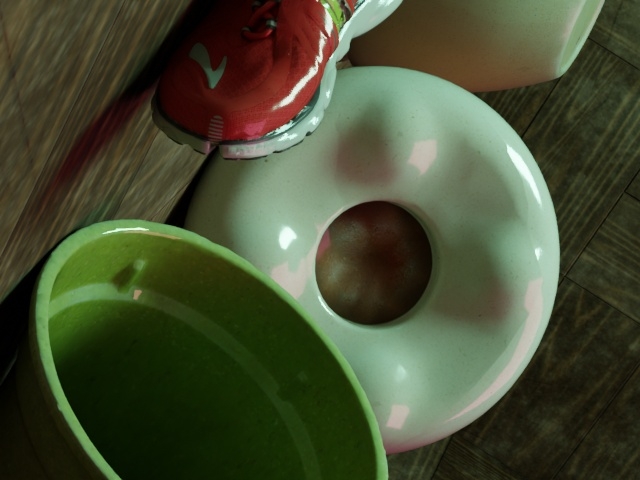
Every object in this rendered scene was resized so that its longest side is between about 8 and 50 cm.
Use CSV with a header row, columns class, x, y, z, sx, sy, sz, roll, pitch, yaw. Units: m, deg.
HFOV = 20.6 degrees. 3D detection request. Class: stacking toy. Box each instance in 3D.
class,x,y,z,sx,sy,sz,roll,pitch,yaw
stacking toy,0.000,0.000,1.755,0.351,0.350,0.480,-57,-165,-3

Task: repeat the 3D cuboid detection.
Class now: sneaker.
class,x,y,z,sx,sy,sz,roll,pitch,yaw
sneaker,-0.024,-0.159,1.102,0.118,0.107,0.279,93,20,-44

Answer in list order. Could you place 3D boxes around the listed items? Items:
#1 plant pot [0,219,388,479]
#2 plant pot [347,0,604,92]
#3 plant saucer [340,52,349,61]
class,x,y,z,sx,sy,sz,roll,pitch,yaw
plant pot,-0.139,0.170,1.185,0.254,0.276,0.276,-45,-176,31
plant pot,0.176,-0.256,1.716,0.284,0.191,0.284,-58,167,-21
plant saucer,0.066,-0.262,1.842,0.199,0.036,0.198,-56,177,-5
